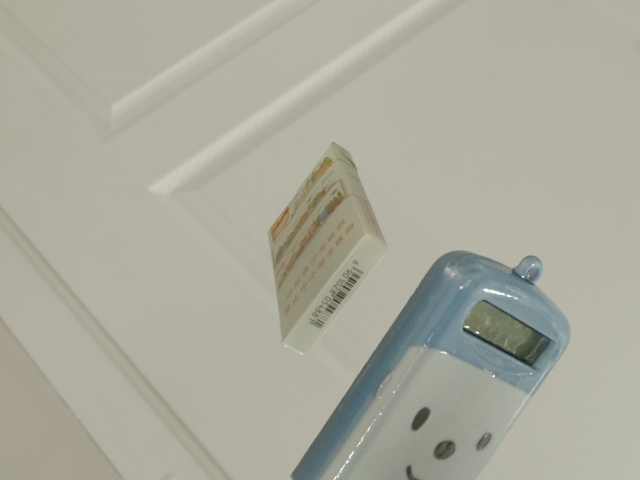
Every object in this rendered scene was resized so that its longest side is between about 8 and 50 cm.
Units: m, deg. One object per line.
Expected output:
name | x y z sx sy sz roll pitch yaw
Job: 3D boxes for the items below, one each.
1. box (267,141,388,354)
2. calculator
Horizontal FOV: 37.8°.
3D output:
box | -0.001 0.000 0.847 0.032 0.220 0.122 30 108 -19
calculator | 0.066 0.097 0.541 0.121 0.039 0.210 30 96 -42
